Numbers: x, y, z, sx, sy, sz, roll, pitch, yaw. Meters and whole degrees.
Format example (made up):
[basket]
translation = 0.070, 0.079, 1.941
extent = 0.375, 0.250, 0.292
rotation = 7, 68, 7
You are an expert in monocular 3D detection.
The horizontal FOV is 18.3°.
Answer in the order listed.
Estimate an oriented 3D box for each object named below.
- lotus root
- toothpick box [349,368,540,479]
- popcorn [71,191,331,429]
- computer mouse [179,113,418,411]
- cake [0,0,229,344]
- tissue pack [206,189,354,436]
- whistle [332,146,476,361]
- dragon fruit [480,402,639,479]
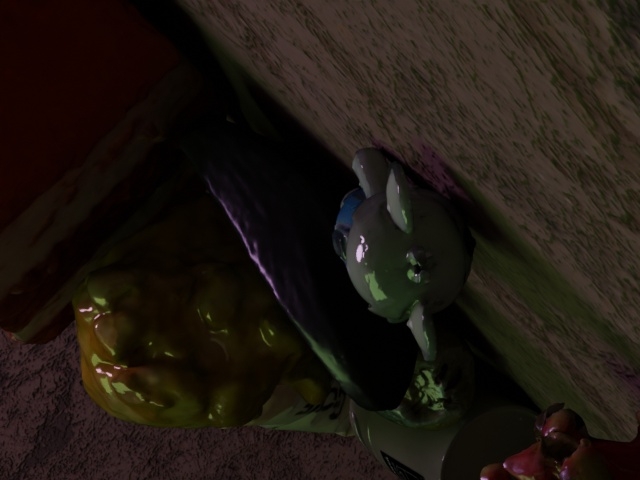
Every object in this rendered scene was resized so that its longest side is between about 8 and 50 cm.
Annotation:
[lotus root]
translation = 0.054, 0.074, 1.532
extent = 0.113, 0.088, 0.192
rotation = 66, 171, -31
[toothpick box]
translation = 0.106, 0.155, 1.599
extent = 0.111, 0.111, 0.181
rotation = 49, 172, -25
[popcorn]
translation = -0.087, 0.056, 1.571
extent = 0.191, 0.190, 0.253
rotation = 6, 175, 8
[computer mouse]
translation = 0.000, 0.000, 1.422
extent = 0.269, 0.086, 0.137
rotation = 55, -174, 31
[cake]
translation = -0.244, -0.103, 1.571
extent = 0.269, 0.270, 0.319
rotation = 45, 175, 11
[tissue pack]
translation = -0.095, 0.044, 1.961
extent = 0.390, 0.195, 0.375
rotation = 42, -167, 23
[whistle]
translation = 0.045, 0.000, 1.186
extent = 0.235, 0.077, 0.114
rotation = -134, 31, -80
[dragon fruit]
translation = 0.177, 0.175, 1.109
extent = 0.172, 0.160, 0.166
rotation = 64, -155, -19
